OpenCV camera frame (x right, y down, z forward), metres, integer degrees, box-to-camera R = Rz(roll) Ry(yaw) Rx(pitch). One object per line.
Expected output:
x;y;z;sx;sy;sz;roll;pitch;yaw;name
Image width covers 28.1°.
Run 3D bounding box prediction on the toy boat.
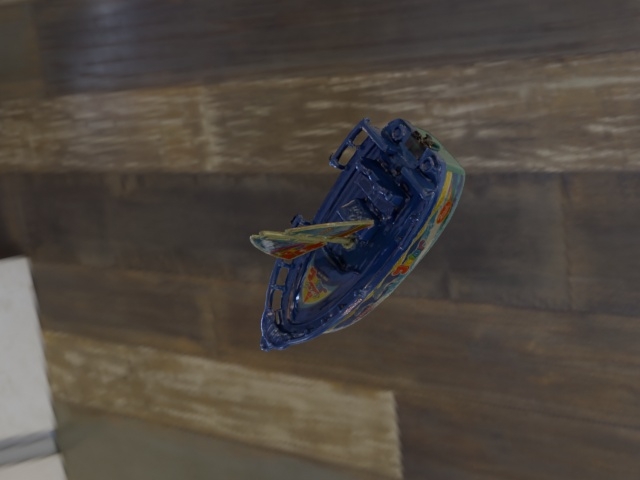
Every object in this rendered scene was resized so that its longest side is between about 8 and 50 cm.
0.000;0.000;0.783;0.175;0.110;0.091;-56;47;22;toy boat
